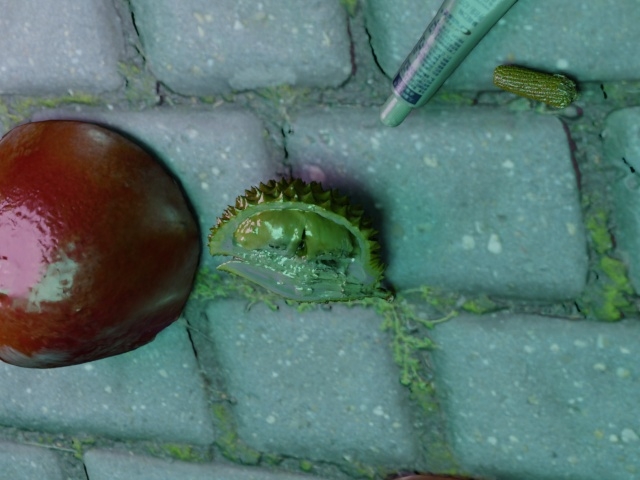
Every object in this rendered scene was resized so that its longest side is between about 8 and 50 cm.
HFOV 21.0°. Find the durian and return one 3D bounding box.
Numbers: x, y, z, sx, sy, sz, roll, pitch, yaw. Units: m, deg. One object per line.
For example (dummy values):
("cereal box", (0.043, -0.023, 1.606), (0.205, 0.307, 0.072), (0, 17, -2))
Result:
("durian", (0.000, 0.000, 1.714), (0.208, 0.102, 0.146), (32, 135, -20))

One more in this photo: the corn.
("corn", (0.195, -0.140, 1.554), (0.083, 0.027, 0.028), (18, 146, 20))

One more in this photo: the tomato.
("tomato", (-0.286, 0.033, 1.838), (0.309, 0.170, 0.309), (15, 125, 23))

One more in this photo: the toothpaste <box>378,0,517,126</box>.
("toothpaste", (0.117, -0.182, 1.569), (0.062, 0.037, 0.216), (39, 125, 4))

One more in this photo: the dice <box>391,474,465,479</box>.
("dice", (0.113, 0.364, 1.806), (0.174, 0.175, 0.179), (0, 117, 29))
